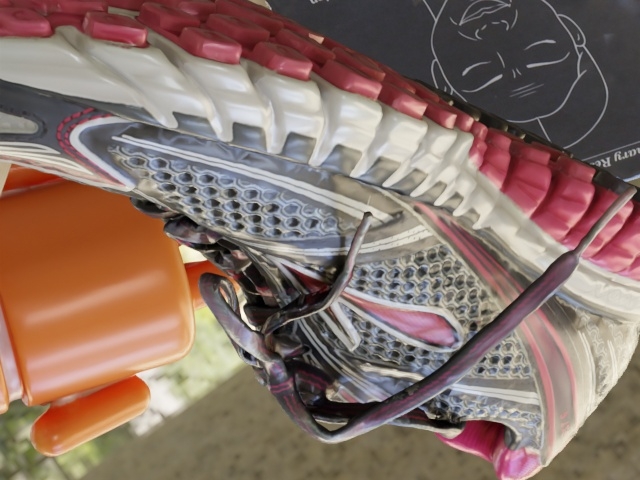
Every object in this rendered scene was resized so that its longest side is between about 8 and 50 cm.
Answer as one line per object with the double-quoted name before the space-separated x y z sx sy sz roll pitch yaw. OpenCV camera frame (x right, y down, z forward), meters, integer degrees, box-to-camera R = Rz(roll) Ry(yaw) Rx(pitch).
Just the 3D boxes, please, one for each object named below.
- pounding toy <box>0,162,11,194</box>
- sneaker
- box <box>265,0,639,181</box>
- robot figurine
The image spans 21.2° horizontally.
"pounding toy" -0.181 -0.070 0.654 0.141 0.100 0.130 36 136 6
"sneaker" 0.000 0.000 0.503 0.299 0.112 0.121 21 -172 -39
"box" 0.130 -0.230 1.352 0.395 0.293 0.212 57 -156 -36
"robot figurine" -0.158 0.032 1.025 0.128 0.219 0.158 -122 22 -48
